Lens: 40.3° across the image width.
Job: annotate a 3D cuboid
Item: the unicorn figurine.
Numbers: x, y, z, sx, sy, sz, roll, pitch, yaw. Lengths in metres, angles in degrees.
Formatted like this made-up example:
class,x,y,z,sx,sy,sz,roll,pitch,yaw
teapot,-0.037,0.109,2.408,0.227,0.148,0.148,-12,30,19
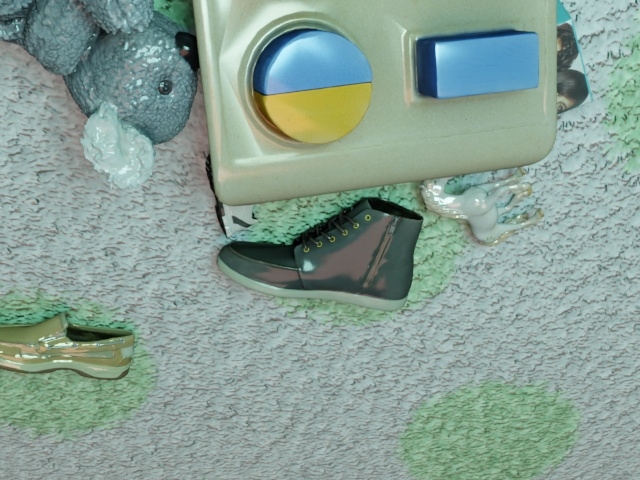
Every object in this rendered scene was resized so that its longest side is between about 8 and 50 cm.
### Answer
class,x,y,z,sx,sy,sz,roll,pitch,yaw
unicorn figurine,0.178,-0.041,0.960,0.111,0.060,0.162,-25,127,13

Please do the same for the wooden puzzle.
class,x,y,z,sx,sy,sz,roll,pitch,yaw
wooden puzzle,0.058,-0.201,0.718,0.322,0.080,0.348,-9,113,-13

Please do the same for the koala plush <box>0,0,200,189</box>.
class,x,y,z,sx,sy,sz,roll,pitch,yaw
koala plush,-0.181,-0.172,0.746,0.203,0.196,0.221,-11,131,18

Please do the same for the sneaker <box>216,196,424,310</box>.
class,x,y,z,sx,sy,sz,roll,pitch,yaw
sneaker,0.000,0.000,0.976,0.222,0.083,0.118,8,112,-9

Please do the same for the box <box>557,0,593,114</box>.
class,x,y,z,sx,sy,sz,roll,pitch,yaw
box,0.136,-0.145,0.871,0.244,0.060,0.100,-21,128,11

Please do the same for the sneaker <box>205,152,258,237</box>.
class,x,y,z,sx,sy,sz,roll,pitch,yaw
sneaker,-0.095,-0.054,0.940,0.044,0.040,0.109,-19,134,-12

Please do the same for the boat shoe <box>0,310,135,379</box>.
class,x,y,z,sx,sy,sz,roll,pitch,yaw
boat shoe,-0.316,0.115,1.039,0.190,0.068,0.072,9,116,-25
